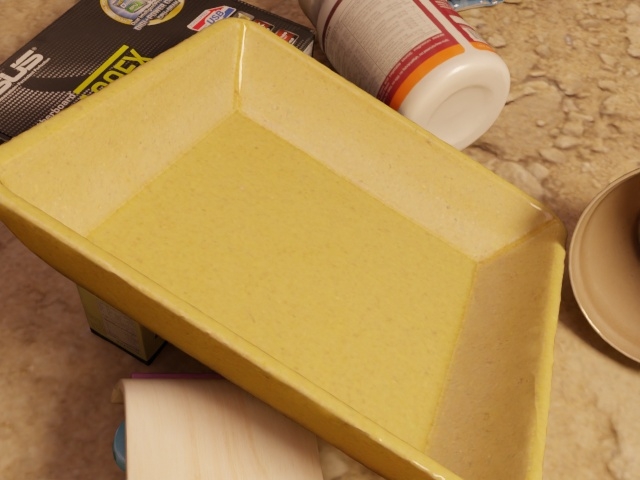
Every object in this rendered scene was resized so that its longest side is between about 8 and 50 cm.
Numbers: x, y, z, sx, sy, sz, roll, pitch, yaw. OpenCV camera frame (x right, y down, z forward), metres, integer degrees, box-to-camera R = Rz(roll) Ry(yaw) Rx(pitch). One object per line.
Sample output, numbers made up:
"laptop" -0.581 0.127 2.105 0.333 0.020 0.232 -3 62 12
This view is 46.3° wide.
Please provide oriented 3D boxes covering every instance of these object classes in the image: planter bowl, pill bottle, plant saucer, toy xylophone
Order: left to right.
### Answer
"toy xylophone" -0.027 0.210 0.426 0.236 0.081 0.323 11 49 -16
"plant saucer" 0.000 0.000 0.516 0.332 0.081 0.333 32 36 1
"pill bottle" 0.071 -0.189 0.716 0.121 0.121 0.221 -20 57 -20
"planter bowl" 0.287 0.008 0.583 0.162 0.162 0.109 33 31 18

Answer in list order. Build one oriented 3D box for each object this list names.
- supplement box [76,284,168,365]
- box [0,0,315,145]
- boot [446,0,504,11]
"supplement box" -0.128 0.031 0.553 0.056 0.083 0.083 28 55 14
"box" -0.160 -0.139 0.693 0.216 0.060 0.270 26 55 12
"boot" 0.222 -0.337 0.873 0.258 0.095 0.123 -23 64 -11
